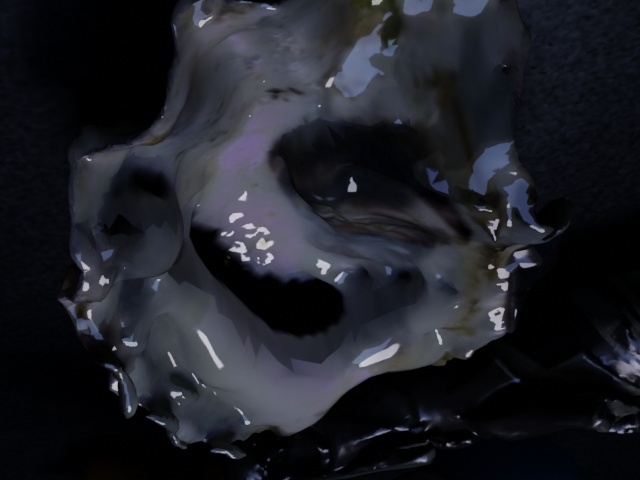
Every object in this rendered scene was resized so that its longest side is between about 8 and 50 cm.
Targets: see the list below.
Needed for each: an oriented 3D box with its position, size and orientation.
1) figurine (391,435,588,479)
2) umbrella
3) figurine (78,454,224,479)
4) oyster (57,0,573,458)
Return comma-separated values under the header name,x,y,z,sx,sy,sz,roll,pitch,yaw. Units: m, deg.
name,x,y,z,sx,sy,sz,roll,pitch,yaw
figurine,0.021,0.282,0.829,0.416,0.242,0.298,-14,-166,-36
umbrella,0.096,0.105,0.764,0.358,0.106,0.113,-21,154,17
figurine,-0.106,0.207,0.886,0.122,0.121,0.176,-44,129,4
oyster,-0.001,-0.001,0.580,0.238,0.114,0.351,-23,151,3
